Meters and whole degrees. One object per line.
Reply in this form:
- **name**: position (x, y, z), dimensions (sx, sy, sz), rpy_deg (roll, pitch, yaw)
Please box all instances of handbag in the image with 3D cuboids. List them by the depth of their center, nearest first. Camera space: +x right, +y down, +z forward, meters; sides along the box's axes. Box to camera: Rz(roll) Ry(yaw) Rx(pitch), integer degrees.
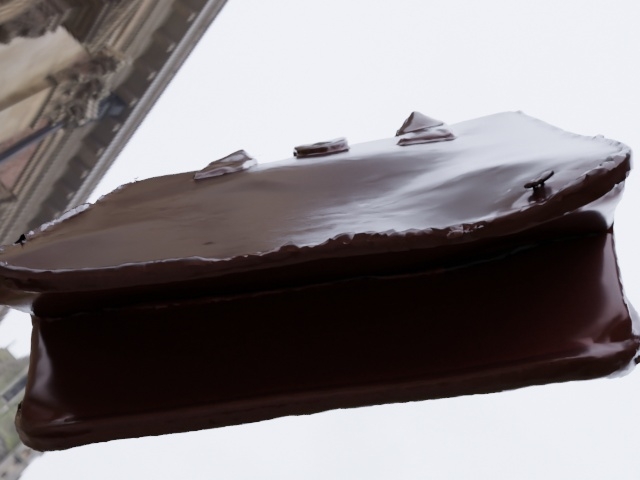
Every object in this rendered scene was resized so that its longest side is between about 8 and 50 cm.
- **handbag**: position (0.000, -0.001, 0.431), dimensions (0.259, 0.275, 0.084), rpy_deg (-10, -76, 6)
